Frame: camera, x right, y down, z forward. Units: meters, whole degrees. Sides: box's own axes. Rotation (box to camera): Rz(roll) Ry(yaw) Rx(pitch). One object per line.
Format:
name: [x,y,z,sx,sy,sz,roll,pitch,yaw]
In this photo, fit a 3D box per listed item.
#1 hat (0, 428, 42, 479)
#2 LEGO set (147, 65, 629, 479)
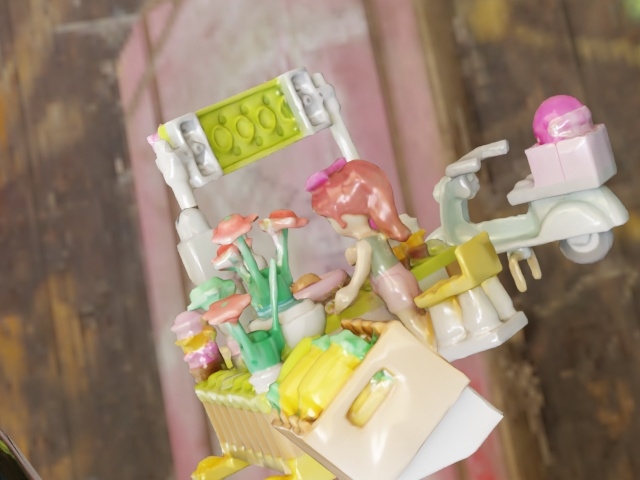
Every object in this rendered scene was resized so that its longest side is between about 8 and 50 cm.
hat: [-0.132,0.115,0.451,0.331,0.134,0.331,-27,-175,3]
LEGO set: [0.000,0.000,0.567,0.132,0.107,0.287,-23,-176,21]
